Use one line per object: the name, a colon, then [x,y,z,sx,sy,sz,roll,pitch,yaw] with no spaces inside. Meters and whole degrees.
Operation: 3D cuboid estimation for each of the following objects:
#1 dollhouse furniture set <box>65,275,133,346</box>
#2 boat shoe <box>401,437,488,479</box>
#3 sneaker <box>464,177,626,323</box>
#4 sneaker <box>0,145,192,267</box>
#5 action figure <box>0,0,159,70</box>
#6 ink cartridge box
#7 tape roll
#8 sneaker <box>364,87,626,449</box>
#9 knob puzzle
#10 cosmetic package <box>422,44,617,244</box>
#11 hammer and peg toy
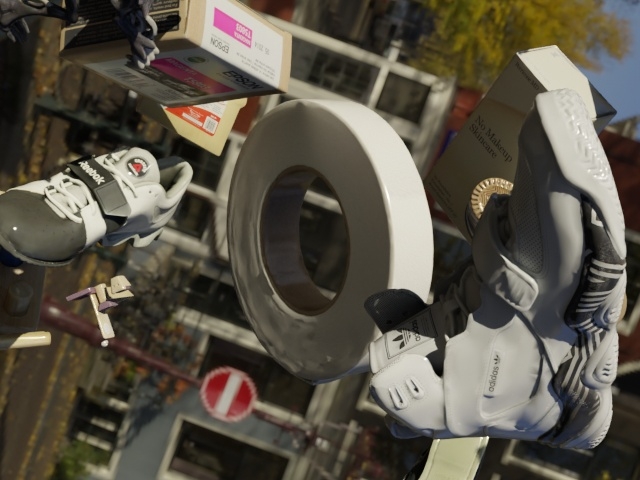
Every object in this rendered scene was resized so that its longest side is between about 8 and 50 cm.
dollhouse furniture set: [-0.277,0.099,1.411,0.081,0.091,0.114,70,17,6]
boat shoe: [0.196,0.459,1.786,0.113,0.127,0.340,74,38,-66]
sneaker: [0.328,0.021,1.509,0.099,0.282,0.153,-46,178,-5]
sneaker: [-0.285,-0.062,1.287,0.146,0.122,0.330,-47,168,25]
action figure: [-0.219,-0.285,1.104,0.141,0.276,0.164,45,51,-60]
ink cartridge box: [-0.176,-0.244,1.269,0.235,0.193,0.088,19,72,-60]
tape roll: [0.000,0.000,1.395,0.072,0.392,0.391,-7,130,-37]
sneaker: [0.139,0.048,0.861,0.137,0.210,0.365,-91,173,-52]
knob puzzle: [-0.188,-0.252,1.549,0.213,0.030,0.213,-13,109,-42]
cosmetic package: [0.317,-0.149,1.653,0.113,0.160,0.309,-17,151,-39]
hammer and peg toy: [-0.539,0.063,1.516,0.127,0.266,0.361,123,-30,-46]
